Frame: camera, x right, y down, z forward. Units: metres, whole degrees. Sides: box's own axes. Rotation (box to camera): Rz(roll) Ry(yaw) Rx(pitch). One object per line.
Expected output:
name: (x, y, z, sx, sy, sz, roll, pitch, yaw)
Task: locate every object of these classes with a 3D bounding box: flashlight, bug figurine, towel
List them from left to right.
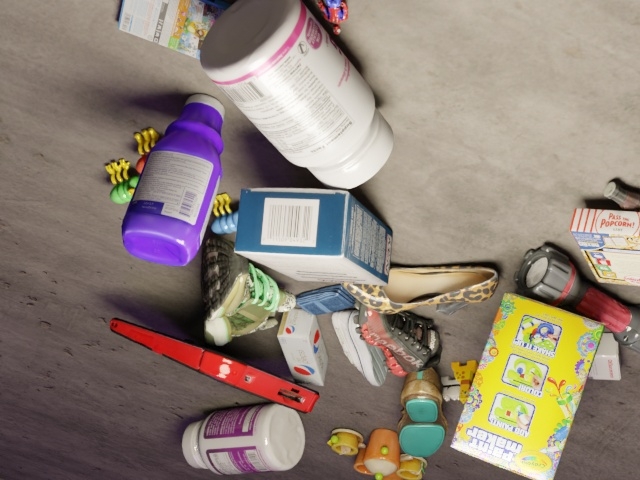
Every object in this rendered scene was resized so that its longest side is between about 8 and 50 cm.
bug figurine: (-0.255, -0.073, 1.700, 0.216, 0.072, 0.279, -17, 136, 37)
towel: (0.012, 0.123, 1.933, 0.119, 0.029, 0.067, -17, 137, 36)
flashlight: (0.486, 0.116, 1.695, 0.304, 0.103, 0.103, 29, 148, -20)

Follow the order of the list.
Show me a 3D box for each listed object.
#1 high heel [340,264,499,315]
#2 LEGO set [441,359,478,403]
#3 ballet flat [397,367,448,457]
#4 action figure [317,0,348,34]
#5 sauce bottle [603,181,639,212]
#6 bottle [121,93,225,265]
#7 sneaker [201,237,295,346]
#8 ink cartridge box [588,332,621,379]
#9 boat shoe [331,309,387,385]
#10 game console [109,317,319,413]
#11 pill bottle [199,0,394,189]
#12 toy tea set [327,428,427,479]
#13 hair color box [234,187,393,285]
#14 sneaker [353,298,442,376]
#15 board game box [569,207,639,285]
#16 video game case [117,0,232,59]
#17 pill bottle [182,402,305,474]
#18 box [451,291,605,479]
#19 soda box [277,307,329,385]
high heel: (0.184, 0.069, 1.731, 0.261, 0.093, 0.186, 11, 153, -23)
LEGO set: (0.342, 0.309, 2.033, 0.227, 0.093, 0.087, -12, 139, 32)
ballet flat: (0.224, 0.366, 2.127, 0.116, 0.124, 0.342, 0, 147, 9)
action figure: (0.017, -0.322, 1.285, 0.038, 0.030, 0.115, 1, 147, 10)
sauce bottle: (0.499, -0.052, 1.499, 0.128, 0.042, 0.042, 25, 145, -21)
bottle: (-0.211, -0.099, 1.456, 0.118, 0.283, 0.092, 11, 146, 1)
sneaker: (-0.137, 0.095, 1.851, 0.182, 0.158, 0.410, -4, 163, -9)
ink cartridge box: (0.519, 0.227, 1.886, 0.135, 0.056, 0.099, -1, 144, 21)
boat shoe: (0.084, 0.219, 2.019, 0.076, 0.083, 0.226, 8, 136, 28)
game console: (-0.214, 0.262, 2.037, 0.342, 0.060, 0.386, 18, 170, 36)
pill bottle: (-0.024, -0.206, 1.348, 0.160, 0.160, 0.283, -13, 139, 33)
toy tea set: (0.162, 0.606, 2.498, 0.200, 0.124, 0.336, -12, 139, 32)
hair color box: (0.000, 0.000, 1.568, 0.174, 0.105, 0.347, 3, 171, 15)
sneaker: (0.161, 0.182, 1.907, 0.135, 0.098, 0.276, -7, 144, 27)
board game box: (0.501, 0.017, 1.547, 0.146, 0.045, 0.193, 6, 156, 33)
video game case: (-0.202, -0.318, 1.376, 0.166, 0.015, 0.119, 20, 145, -9)
pill bottle: (-0.203, 0.511, 2.448, 0.301, 0.169, 0.169, -13, 138, 34)
box: (0.364, 0.268, 1.697, 0.177, 0.279, 0.290, 19, 171, 14)
soda box: (-0.035, 0.232, 2.066, 0.069, 0.074, 0.216, 5, 146, 13)
